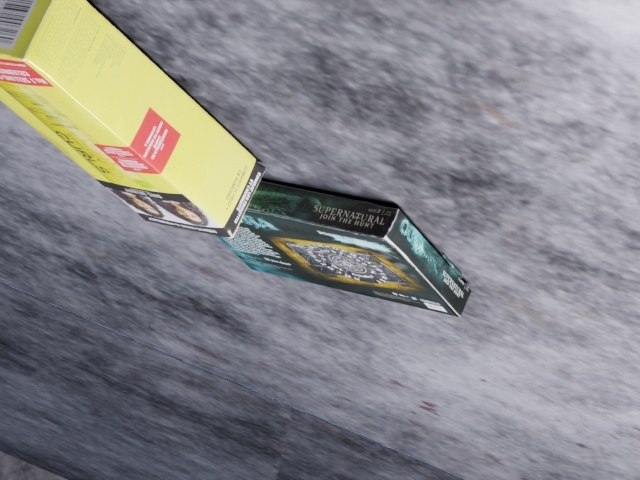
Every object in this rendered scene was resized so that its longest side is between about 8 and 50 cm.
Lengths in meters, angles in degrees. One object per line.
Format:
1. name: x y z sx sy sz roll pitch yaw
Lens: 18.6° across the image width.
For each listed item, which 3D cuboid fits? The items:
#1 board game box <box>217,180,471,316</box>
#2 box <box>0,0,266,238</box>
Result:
1. board game box: 0.000 0.000 1.365 0.186 0.026 0.126 12 160 34
2. box: -0.134 -0.082 1.234 0.087 0.058 0.232 12 160 36
